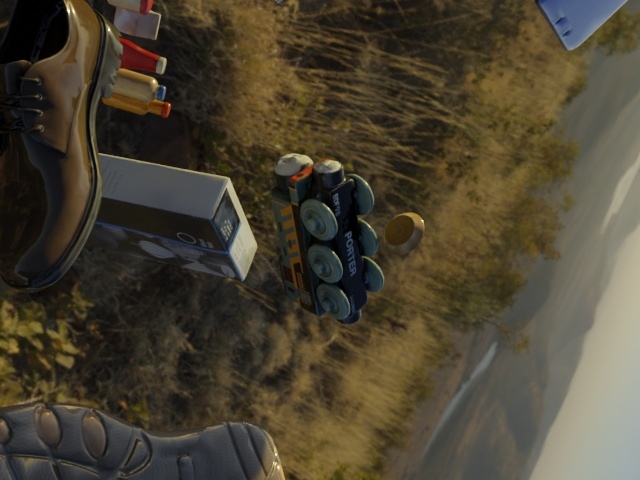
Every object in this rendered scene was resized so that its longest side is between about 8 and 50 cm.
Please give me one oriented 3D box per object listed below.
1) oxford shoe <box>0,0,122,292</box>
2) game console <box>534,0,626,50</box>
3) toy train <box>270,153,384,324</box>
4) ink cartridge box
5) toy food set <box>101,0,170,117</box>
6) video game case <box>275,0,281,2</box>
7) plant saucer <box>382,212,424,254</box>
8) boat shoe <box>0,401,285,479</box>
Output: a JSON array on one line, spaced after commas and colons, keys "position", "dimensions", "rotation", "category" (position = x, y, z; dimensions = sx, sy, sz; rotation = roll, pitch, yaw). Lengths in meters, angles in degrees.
[{"position": [-0.206, -0.078, 0.449], "dimensions": [0.096, 0.083, 0.227], "rotation": [48, 41, -72], "category": "oxford shoe"}, {"position": [0.339, -0.395, 0.753], "dimensions": [0.293, 0.173, 0.250], "rotation": [-7, 87, -63], "category": "game console"}, {"position": [0.000, 0.000, 1.151], "dimensions": [0.142, 0.190, 0.333], "rotation": [-36, 131, -33], "category": "toy train"}, {"position": [-0.254, -0.041, 0.787], "dimensions": [0.165, 0.333, 0.065], "rotation": [75, 31, -62], "category": "ink cartridge box"}, {"position": [-0.265, -0.295, 0.955], "dimensions": [0.111, 0.105, 0.232], "rotation": [-92, -161, -66], "category": "toy food set"}, {"position": [-0.045, -0.399, 0.759], "dimensions": [0.173, 0.022, 0.190], "rotation": [-37, 147, 19], "category": "video game case"}, {"position": [0.142, -0.015, 1.120], "dimensions": [0.015, 0.083, 0.083], "rotation": [36, 80, -44], "category": "plant saucer"}, {"position": [-0.163, 0.196, 0.465], "dimensions": [0.116, 0.123, 0.324], "rotation": [-29, 146, 29], "category": "boat shoe"}]
